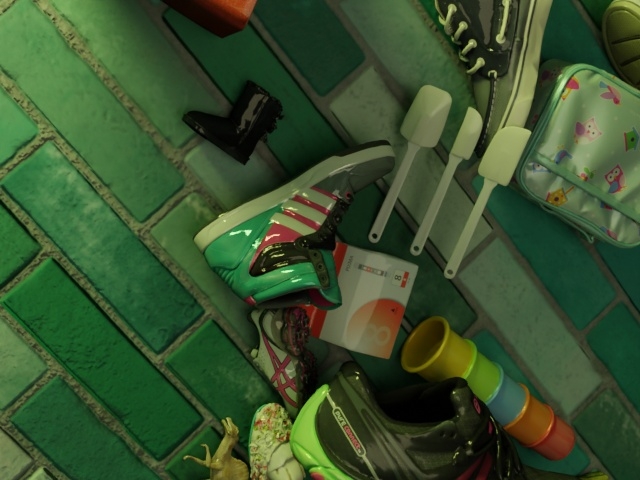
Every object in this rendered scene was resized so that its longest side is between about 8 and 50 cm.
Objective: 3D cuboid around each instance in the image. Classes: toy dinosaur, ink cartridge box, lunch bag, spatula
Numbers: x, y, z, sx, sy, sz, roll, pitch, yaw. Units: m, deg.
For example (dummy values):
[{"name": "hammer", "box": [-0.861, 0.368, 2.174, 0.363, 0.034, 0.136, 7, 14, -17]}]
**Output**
[{"name": "toy dinosaur", "box": [-0.144, 0.344, 1.731, 0.093, 0.053, 0.183, -3, 102, -22]}, {"name": "ink cartridge box", "box": [0.037, 0.078, 1.751, 0.179, 0.045, 0.145, 15, 95, -26]}, {"name": "lunch bag", "box": [0.406, -0.119, 1.817, 0.279, 0.108, 0.224, 26, 91, -24]}, {"name": "spatula", "box": [0.169, -0.079, 1.727, 0.168, 0.019, 0.242, 24, 110, 4]}]

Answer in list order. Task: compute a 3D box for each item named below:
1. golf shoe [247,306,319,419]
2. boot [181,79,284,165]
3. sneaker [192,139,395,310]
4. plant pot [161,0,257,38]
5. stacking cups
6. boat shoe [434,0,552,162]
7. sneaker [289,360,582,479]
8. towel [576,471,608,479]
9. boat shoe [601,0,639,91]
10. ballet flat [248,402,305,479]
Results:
[{"name": "golf shoe", "box": [-0.052, 0.169, 1.732, 0.086, 0.067, 0.186, 3, 119, 20]}, {"name": "boot", "box": [-0.113, -0.167, 1.639, 0.121, 0.045, 0.099, 34, 90, -31]}, {"name": "sneaker", "box": [0.000, 0.000, 1.642, 0.295, 0.124, 0.178, -29, 81, -7]}, {"name": "plant pot", "box": [-0.159, -0.413, 1.464, 0.236, 0.267, 0.267, 22, 93, -13]}, {"name": "stacking cups", "box": [0.256, 0.238, 1.849, 0.316, 0.096, 0.096, 40, 85, -26]}, {"name": "boat shoe", "box": [0.221, -0.279, 1.720, 0.158, 0.127, 0.340, 11, 96, -9]}, {"name": "sneaker", "box": [0.199, 0.301, 1.708, 0.483, 0.185, 0.202, 22, 96, -23]}, {"name": "towel", "box": [0.418, 0.493, 2.003, 0.102, 0.021, 0.237, -7, 105, -14]}, {"name": "boat shoe", "box": [0.534, -0.261, 1.848, 0.302, 0.113, 0.103, 46, 62, -21]}, {"name": "ballet flat", "box": [-0.056, 0.347, 1.739, 0.091, 0.077, 0.241, -15, 116, -43]}]
